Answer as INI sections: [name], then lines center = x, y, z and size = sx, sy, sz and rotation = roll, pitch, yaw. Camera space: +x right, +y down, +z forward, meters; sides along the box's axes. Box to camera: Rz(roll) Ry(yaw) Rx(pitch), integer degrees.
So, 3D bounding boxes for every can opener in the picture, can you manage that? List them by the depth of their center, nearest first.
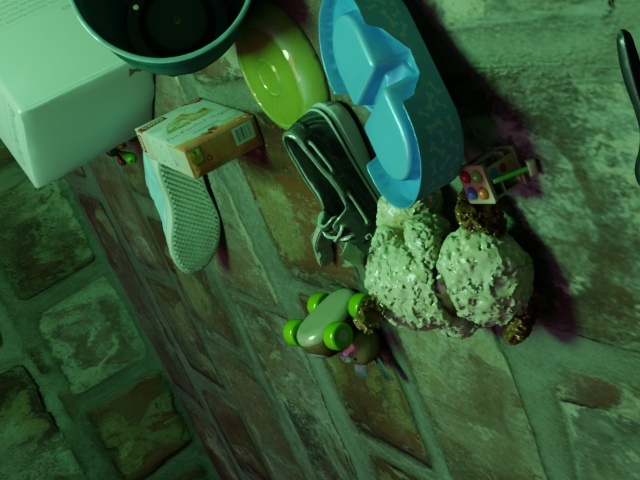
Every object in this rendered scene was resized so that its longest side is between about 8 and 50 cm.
[can opener]
center = 0.323, -0.117, 0.868
size = 0.073, 0.059, 0.186
rotation = -103, -2, -76

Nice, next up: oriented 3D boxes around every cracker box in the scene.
[cracker box]
center = -0.238, -0.201, 1.764
size = 0.232, 0.156, 0.067
rotation = 24, 140, 53

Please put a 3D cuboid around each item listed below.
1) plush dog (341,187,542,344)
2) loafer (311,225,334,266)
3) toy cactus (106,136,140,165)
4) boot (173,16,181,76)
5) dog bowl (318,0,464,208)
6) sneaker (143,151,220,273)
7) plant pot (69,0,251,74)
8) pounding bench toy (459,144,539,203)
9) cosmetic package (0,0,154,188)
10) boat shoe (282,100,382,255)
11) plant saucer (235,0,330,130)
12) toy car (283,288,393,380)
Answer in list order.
[plush dog]
center = 0.177, 0.046, 1.227
size = 0.225, 0.210, 0.262
rotation = -12, 109, 42
[loafer]
center = 0.000, 0.000, 1.682
size = 0.039, 0.045, 0.125
rotation = 52, 160, 31
[toy cactus]
center = -0.541, -0.271, 2.287
size = 0.219, 0.180, 0.112
rotation = 63, 177, 1
[boot]
center = -0.343, -0.466, 1.753
size = 0.269, 0.089, 0.236
rotation = 37, 139, 41
[dog bowl]
center = 0.088, -0.187, 1.150
size = 0.166, 0.074, 0.297
rotation = 119, 131, -65
[sneaker]
center = -0.329, -0.099, 2.141
size = 0.150, 0.135, 0.366
rotation = 44, 146, 48
[plant pot]
center = -0.235, -0.374, 1.424
size = 0.271, 0.272, 0.255
rotation = 57, 174, 2
[pounding bench toy]
center = 0.216, -0.079, 1.112
size = 0.083, 0.065, 0.052
rotation = 4, 123, 62
[cosmetic package]
center = -0.613, -0.408, 2.053
size = 0.393, 0.327, 0.329
rotation = 51, 156, 15
[boat shoe]
center = 0.042, -0.048, 1.431
size = 0.335, 0.119, 0.121
rotation = 60, 157, -10
[plant saucer]
center = -0.071, -0.272, 1.493
size = 0.241, 0.037, 0.241
rotation = 45, 155, 29
[toy car]
center = 0.054, 0.199, 1.715
size = 0.155, 0.149, 0.188
rotation = -3, 128, 53
